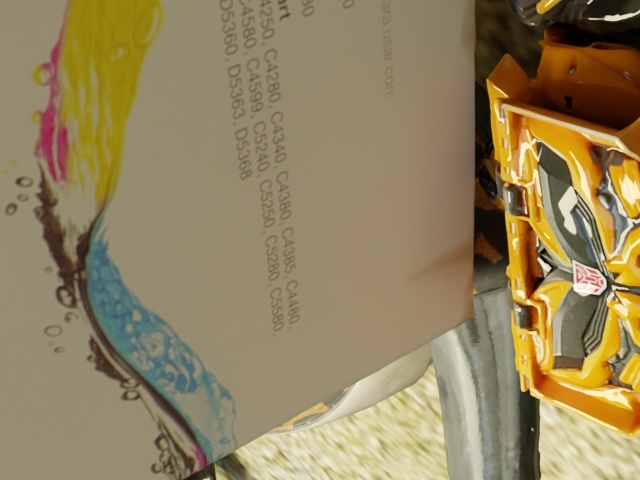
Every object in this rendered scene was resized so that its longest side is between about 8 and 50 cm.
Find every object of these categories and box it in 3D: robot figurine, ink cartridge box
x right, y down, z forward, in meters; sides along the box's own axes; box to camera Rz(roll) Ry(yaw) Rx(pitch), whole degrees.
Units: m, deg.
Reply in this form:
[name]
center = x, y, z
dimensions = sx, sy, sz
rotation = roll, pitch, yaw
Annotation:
[robot figurine]
center = 0.164, 0.007, 0.362
dimensions = 0.291, 0.085, 0.211
rotation = 13, 127, 35
[ink cartridge box]
center = -0.115, -0.041, 0.408
dimensions = 0.198, 0.270, 0.197
rotation = 35, 141, 43

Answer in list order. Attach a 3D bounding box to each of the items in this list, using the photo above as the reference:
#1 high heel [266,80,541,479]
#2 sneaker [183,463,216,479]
[high heel]
center = 0.000, 0.000, 0.591
dimensions = 0.261, 0.093, 0.186
rotation = 22, 125, 46
[sneaker]
center = -0.156, 0.102, 0.874
dimensions = 0.234, 0.078, 0.106
rotation = 48, 152, 1
